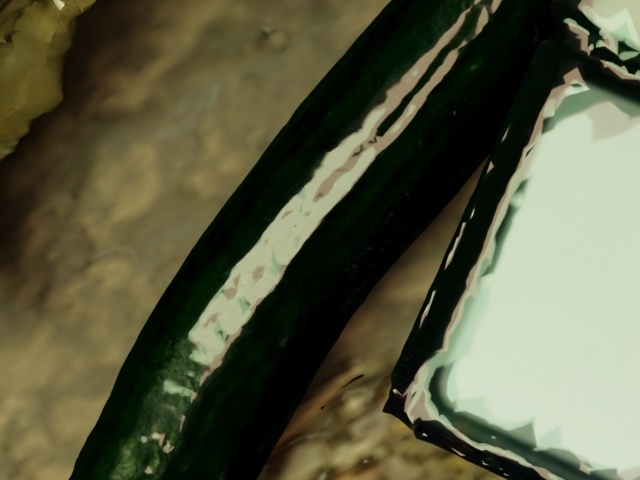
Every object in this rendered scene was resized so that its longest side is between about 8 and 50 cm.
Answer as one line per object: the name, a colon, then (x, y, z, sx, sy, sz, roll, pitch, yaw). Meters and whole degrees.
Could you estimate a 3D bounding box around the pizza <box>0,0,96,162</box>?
pizza: (-0.131, -0.101, 0.546, 0.223, 0.089, 0.323, 42, 113, 6)

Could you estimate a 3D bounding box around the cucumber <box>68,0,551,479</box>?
cucumber: (0.000, 0.000, 0.548, 0.056, 0.056, 0.284, 35, 96, 12)

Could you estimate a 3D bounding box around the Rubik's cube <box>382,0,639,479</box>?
Rubik's cube: (0.140, -0.007, 0.458, 0.183, 0.167, 0.180, 26, 95, 14)
